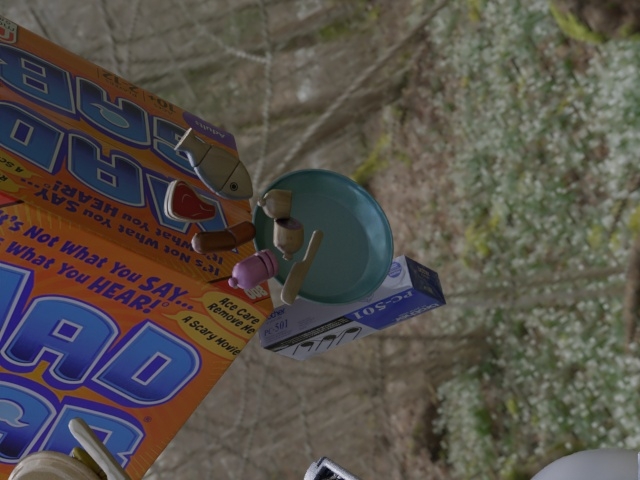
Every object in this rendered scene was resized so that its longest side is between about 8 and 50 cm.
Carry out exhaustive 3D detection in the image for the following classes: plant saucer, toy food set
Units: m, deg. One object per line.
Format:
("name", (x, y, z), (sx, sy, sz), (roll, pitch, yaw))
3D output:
("plant saucer", (0.000, 0.000, 0.923), (0.119, 0.119, 0.021), (59, 152, 11))
("toy food set", (-0.050, -0.010, 0.739), (0.122, 0.078, 0.019), (33, 162, -26))
("toy food set", (-0.192, 0.223, 0.902), (0.132, 0.192, 0.038), (51, -149, 8))

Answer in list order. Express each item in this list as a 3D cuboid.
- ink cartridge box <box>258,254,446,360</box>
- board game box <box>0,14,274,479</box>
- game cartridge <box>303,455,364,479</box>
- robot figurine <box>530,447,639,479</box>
("ink cartridge box", (0.035, 0.083, 1.375), (0.097, 0.207, 0.046), (27, -136, -57))
("board game box", (-0.315, 0.028, 1.256), (0.356, 0.356, 0.356), (26, -154, -27))
("game cartridge", (0.095, 0.330, 1.312), (0.198, 0.062, 0.297), (37, 171, -7))
("robot figurine", (0.206, 0.307, 0.900), (0.300, 0.353, 0.200), (11, -151, -33))
